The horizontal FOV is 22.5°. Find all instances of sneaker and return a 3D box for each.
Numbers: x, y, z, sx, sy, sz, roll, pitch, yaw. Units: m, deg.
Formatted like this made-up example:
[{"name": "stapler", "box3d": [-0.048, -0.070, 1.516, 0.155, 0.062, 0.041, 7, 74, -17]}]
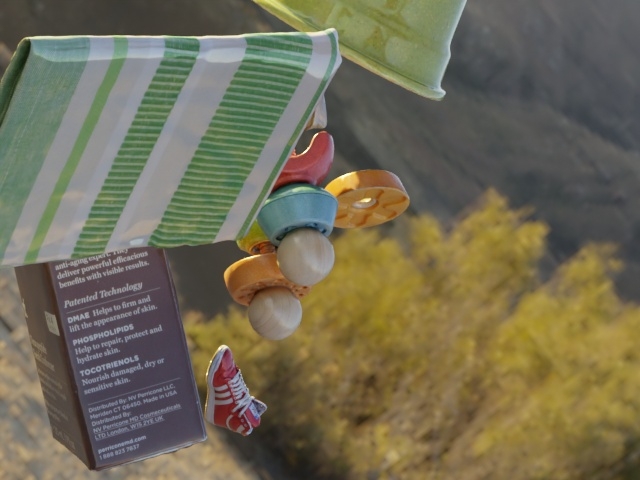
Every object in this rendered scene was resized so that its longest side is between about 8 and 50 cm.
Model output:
[{"name": "sneaker", "box3d": [-0.095, 0.173, 1.833, 0.067, 0.118, 0.042, 23, 44, 19]}]

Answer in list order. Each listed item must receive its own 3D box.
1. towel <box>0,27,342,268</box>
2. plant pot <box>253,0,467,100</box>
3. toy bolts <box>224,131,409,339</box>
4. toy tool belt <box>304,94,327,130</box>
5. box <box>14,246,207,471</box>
[{"name": "towel", "box3d": [-0.144, -0.078, 1.334, 0.324, 0.248, 0.038, -8, 50, -42]}, {"name": "plant pot", "box3d": [0.084, -0.340, 1.871, 0.276, 0.254, 0.276, 28, 10, -6]}, {"name": "toy bolts", "box3d": [0.000, 0.000, 1.737, 0.228, 0.218, 0.158, 88, -7, -66]}, {"name": "toy tool belt", "box3d": [-0.022, -0.180, 2.041, 0.052, 0.051, 0.083, -143, -135, -71]}, {"name": "box", "box3d": [-0.246, 0.037, 1.724, 0.191, 0.143, 0.381, -169, -112, -68]}]
